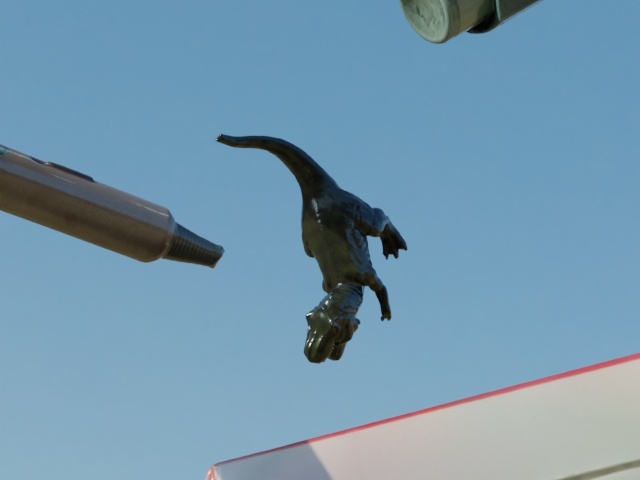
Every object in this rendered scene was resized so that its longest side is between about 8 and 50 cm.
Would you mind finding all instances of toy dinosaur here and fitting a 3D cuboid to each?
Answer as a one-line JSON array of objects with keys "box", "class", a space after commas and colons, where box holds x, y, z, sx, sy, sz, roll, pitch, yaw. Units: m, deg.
[{"box": [0.000, 0.000, 1.510, 0.087, 0.187, 0.179, -22, -33, 21], "class": "toy dinosaur"}]

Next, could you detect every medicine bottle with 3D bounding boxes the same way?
[{"box": [0.179, -0.218, 1.378, 0.079, 0.258, 0.124, 23, -45, 51], "class": "medicine bottle"}]

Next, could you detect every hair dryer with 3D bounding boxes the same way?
[{"box": [-0.145, -0.012, 0.965, 0.220, 0.053, 0.195, 28, 13, -21], "class": "hair dryer"}]

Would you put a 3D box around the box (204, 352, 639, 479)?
[{"box": [0.136, 0.289, 1.014, 0.314, 0.300, 0.312, -15, -45, 8], "class": "box"}]
